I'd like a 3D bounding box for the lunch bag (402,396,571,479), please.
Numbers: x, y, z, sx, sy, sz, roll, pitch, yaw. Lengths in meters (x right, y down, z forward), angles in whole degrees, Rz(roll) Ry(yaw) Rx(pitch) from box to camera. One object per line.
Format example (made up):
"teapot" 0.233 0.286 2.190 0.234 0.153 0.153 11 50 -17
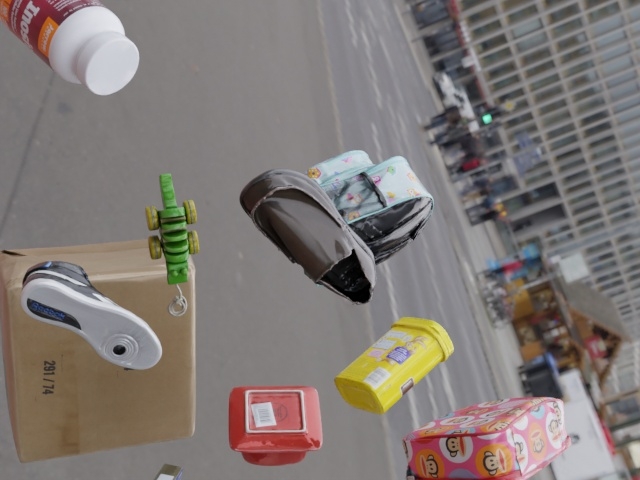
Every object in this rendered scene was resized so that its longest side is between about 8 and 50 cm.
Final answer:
"lunch bag" 0.289 0.366 1.638 0.293 0.258 0.120 -8 86 -49

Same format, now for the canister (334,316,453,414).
"canister" 0.119 0.206 1.482 0.126 0.170 0.073 1 -57 58

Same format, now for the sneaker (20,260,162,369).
"sneaker" -0.321 0.094 1.282 0.217 0.079 0.121 35 13 -25

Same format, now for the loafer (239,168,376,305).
"loafer" 0.000 0.000 0.998 0.220 0.080 0.078 38 17 -37

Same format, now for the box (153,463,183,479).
"box" -0.246 0.449 1.280 0.136 0.037 0.225 -62 163 -87

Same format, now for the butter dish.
"butter dish" -0.082 0.340 1.568 0.160 0.160 0.118 -98 -169 -55

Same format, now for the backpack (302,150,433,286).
"backpack" 0.057 -0.039 1.251 0.165 0.189 0.144 103 -35 -54

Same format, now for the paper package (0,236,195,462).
"paper package" -0.369 0.173 1.498 0.168 0.310 0.324 -131 -140 -62

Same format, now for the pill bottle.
"pill bottle" -0.259 -0.217 0.922 0.152 0.086 0.086 41 -1 25

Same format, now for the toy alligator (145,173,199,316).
"toy alligator" -0.171 0.016 1.054 0.051 0.056 0.189 -129 -146 -61
